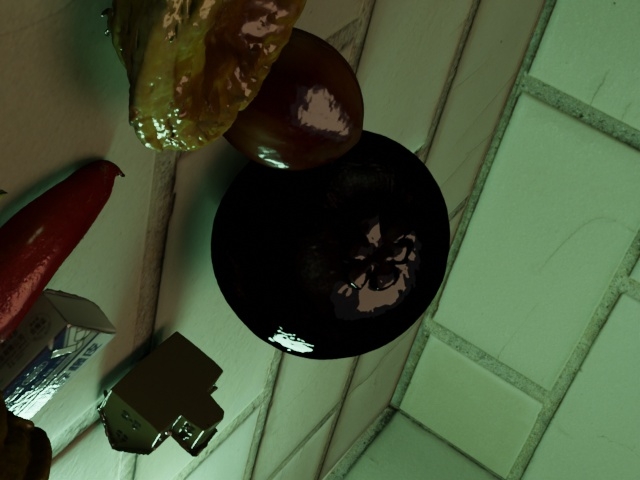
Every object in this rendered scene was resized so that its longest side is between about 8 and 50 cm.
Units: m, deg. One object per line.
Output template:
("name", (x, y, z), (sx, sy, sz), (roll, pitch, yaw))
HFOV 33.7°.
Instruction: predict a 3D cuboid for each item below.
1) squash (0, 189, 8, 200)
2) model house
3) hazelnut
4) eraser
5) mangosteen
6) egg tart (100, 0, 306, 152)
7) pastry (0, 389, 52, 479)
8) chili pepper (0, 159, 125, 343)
("squash", (-0.385, -0.024, 1.031), (0.090, 0.075, 0.200), (-35, 165, 15))
("model house", (-0.269, 0.302, 1.776), (0.181, 0.176, 0.248), (-44, 174, -39))
("hazelnut", (-0.036, -0.191, 1.442), (0.208, 0.208, 0.208), (-49, 160, -25))
("eraser", (-0.361, 0.159, 1.289), (0.210, 0.068, 0.124), (-45, 162, 6))
("mangosteen", (0.000, 0.000, 1.704), (0.382, 0.382, 0.435), (-54, -160, -11))
("egg tart", (-0.130, -0.265, 1.183), (0.352, 0.150, 0.352), (-54, 167, -18))
("pastry", (-0.415, 0.257, 1.116), (0.132, 0.240, 0.235), (58, 24, -27))
("chili pepper", (-0.345, 0.037, 1.221), (0.368, 0.092, 0.137), (-48, 175, -17))
